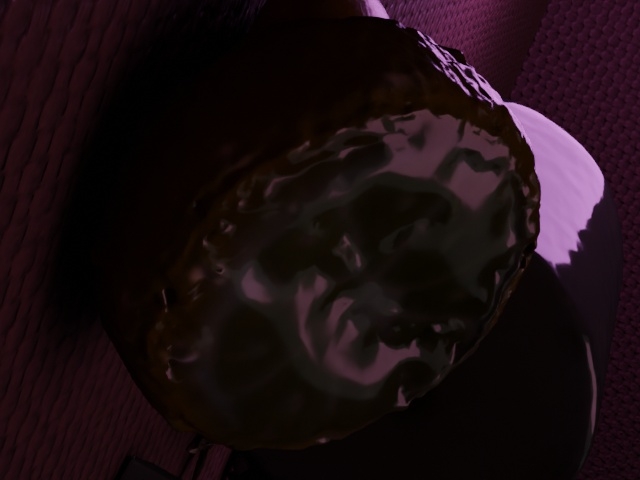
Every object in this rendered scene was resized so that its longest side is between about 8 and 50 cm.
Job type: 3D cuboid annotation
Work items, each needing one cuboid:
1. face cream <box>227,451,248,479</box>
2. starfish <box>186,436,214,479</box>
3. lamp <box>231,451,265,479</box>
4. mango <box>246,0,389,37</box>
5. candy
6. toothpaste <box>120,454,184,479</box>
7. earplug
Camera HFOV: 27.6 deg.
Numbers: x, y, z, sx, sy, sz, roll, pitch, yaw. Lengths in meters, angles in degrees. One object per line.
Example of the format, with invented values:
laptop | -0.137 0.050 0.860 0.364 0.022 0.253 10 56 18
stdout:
face cream | -0.035 0.197 1.428 0.075 0.075 0.229 51 64 -79
starfish | -0.104 0.187 1.213 0.086 0.016 0.092 85 26 -68
lamp | -0.109 0.295 1.261 0.203 0.125 0.283 -109 -143 -74
mango | -0.001 -0.083 0.810 0.219 0.112 0.144 94 16 -60
candy | 0.000 0.000 0.720 0.260 0.118 0.259 -19 135 -20
toothpaste | -0.171 0.318 0.962 0.312 0.089 0.071 -63 163 -9
earplug | 0.111 0.038 1.163 0.394 0.313 0.312 -52 164 -62
